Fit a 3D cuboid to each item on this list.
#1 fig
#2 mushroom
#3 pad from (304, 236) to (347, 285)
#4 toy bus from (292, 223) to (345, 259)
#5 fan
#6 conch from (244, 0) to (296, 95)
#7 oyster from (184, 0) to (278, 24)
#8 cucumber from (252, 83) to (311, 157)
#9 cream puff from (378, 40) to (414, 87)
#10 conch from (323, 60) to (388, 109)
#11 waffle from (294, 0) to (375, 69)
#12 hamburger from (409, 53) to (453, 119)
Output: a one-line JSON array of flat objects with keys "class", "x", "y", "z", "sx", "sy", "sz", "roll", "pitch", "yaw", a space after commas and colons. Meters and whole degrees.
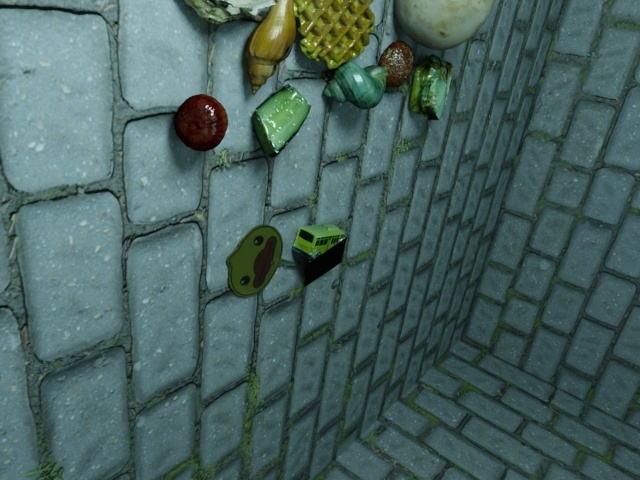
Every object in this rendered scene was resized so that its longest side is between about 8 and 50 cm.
[{"class": "fig", "x": -0.241, "y": -0.245, "z": 1.089, "sx": 0.153, "sy": 0.119, "sz": 0.119, "roll": 19, "pitch": 95, "yaw": -65}, {"class": "mushroom", "x": 0.376, "y": -0.736, "z": 1.524, "sx": 0.290, "sy": 0.298, "sz": 0.297, "roll": -57, "pitch": 157, "yaw": -61}, {"class": "pad", "x": 0.012, "y": 0.073, "z": 1.636, "sx": 0.159, "sy": 0.009, "sz": 0.265, "roll": -34, "pitch": 164, "yaw": -13}, {"class": "toy bus", "x": 0.000, "y": 0.000, "z": 1.625, "sx": 0.175, "sy": 0.088, "sz": 0.101, "roll": -9, "pitch": 120, "yaw": -53}, {"class": "fan", "x": -0.165, "y": 0.066, "z": 1.505, "sx": 0.335, "sy": 0.011, "sz": 0.229, "roll": 10, "pitch": 103, "yaw": -55}, {"class": "conch", "x": -0.091, "y": -0.485, "z": 1.132, "sx": 0.330, "sy": 0.093, "sz": 0.109, "roll": -62, "pitch": 159, "yaw": 17}, {"class": "oyster", "x": -0.179, "y": -0.498, "z": 1.031, "sx": 0.072, "sy": 0.133, "sz": 0.209, "roll": -35, "pitch": -165, "yaw": 50}, {"class": "cucumber", "x": -0.108, "y": -0.303, "z": 1.271, "sx": 0.193, "sy": 0.115, "sz": 0.086, "roll": -54, "pitch": -170, "yaw": -24}, {"class": "cream puff", "x": 0.250, "y": -0.560, "z": 1.611, "sx": 0.149, "sy": 0.084, "sz": 0.149, "roll": -35, "pitch": 139, "yaw": -37}, {"class": "conch", "x": 0.107, "y": -0.446, "z": 1.433, "sx": 0.188, "sy": 0.176, "sz": 0.122, "roll": 1, "pitch": 136, "yaw": -32}, {"class": "waffle", "x": 0.043, "y": -0.595, "z": 1.282, "sx": 0.301, "sy": 0.058, "sz": 0.281, "roll": -37, "pitch": 129, "yaw": -32}, {"class": "hamburger", "x": 0.382, "y": -0.540, "z": 1.782, "sx": 0.235, "sy": 0.125, "sz": 0.214, "roll": -43, "pitch": 137, "yaw": -36}]
